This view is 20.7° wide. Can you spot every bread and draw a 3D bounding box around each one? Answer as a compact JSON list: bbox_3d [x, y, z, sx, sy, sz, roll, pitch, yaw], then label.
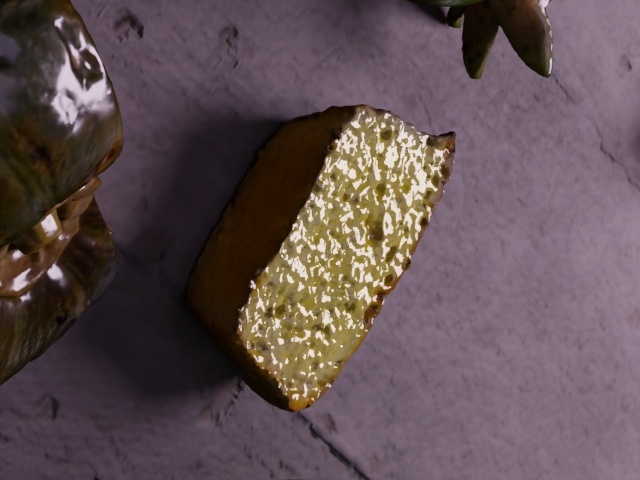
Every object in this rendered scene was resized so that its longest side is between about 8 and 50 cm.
[{"bbox_3d":[0.000,0.000,0.988,0.103,0.065,0.187,36,79,-38],"label":"bread"}]

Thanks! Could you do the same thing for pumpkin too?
[{"bbox_3d":[-0.196,-0.048,0.803,0.139,0.190,0.280,-45,168,-23],"label":"pumpkin"}]

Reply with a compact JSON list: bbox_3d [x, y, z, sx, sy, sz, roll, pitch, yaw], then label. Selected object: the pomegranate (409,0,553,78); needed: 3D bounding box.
[{"bbox_3d":[0.072,-0.186,0.966,0.156,0.156,0.220,-46,157,-22],"label":"pomegranate"}]
